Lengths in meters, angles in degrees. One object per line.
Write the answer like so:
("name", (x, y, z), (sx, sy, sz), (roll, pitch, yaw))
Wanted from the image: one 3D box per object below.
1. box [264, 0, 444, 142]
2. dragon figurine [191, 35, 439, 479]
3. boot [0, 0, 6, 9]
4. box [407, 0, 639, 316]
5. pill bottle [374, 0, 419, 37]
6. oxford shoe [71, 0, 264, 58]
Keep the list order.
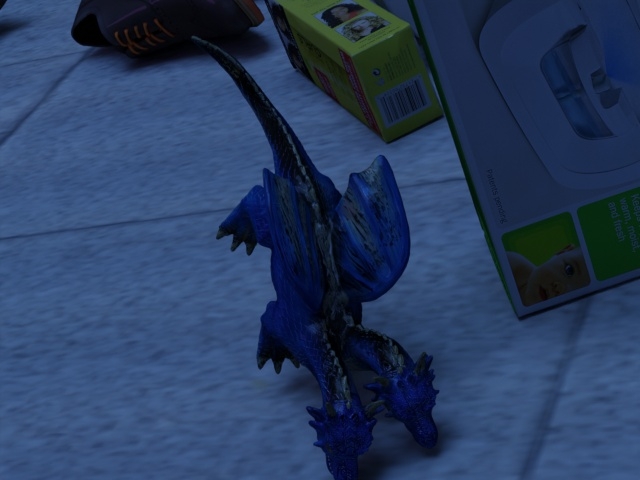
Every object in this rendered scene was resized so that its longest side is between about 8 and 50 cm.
("box", (0.023, -0.161, 1.362), (0.058, 0.087, 0.232), (-28, 29, -9))
("dragon figurine", (0.000, 0.000, 0.955), (0.085, 0.289, 0.144), (-8, -7, -20))
("boot", (-0.495, -0.238, 1.886), (0.263, 0.091, 0.229), (-13, 12, 45))
("box", (0.181, -0.122, 0.982), (0.231, 0.262, 0.127), (-18, 28, 4))
("pill bottle", (0.099, -0.287, 1.453), (0.161, 0.161, 0.283), (-19, 26, 3))
("oxford shoe", (-0.155, -0.219, 1.613), (0.271, 0.097, 0.098), (12, 61, 53))
